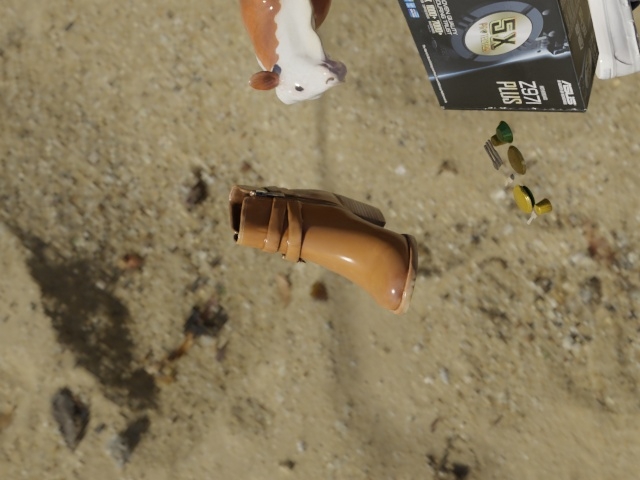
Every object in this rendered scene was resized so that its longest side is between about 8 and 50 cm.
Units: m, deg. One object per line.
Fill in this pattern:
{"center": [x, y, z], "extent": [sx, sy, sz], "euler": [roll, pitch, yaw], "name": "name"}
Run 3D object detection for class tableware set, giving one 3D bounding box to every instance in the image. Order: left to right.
{"center": [0.303, -0.104, 1.807], "extent": [0.024, 0.104, 0.154], "euler": [-25, 77, -13], "name": "tableware set"}

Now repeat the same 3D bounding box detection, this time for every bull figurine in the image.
{"center": [-0.031, -0.279, 1.214], "extent": [0.310, 0.101, 0.188], "euler": [-110, 35, -47], "name": "bull figurine"}

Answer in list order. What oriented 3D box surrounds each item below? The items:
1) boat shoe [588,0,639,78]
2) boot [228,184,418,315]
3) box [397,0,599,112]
{"center": [0.347, -0.280, 1.404], "extent": [0.063, 0.066, 0.184], "euler": [-5, 69, 4], "name": "boat shoe"}
{"center": [0.000, 0.000, 1.576], "extent": [0.283, 0.220, 0.109], "euler": [-114, 39, -57], "name": "boot"}
{"center": [0.166, -0.202, 1.095], "extent": [0.147, 0.180, 0.077], "euler": [4, 59, 25], "name": "box"}
